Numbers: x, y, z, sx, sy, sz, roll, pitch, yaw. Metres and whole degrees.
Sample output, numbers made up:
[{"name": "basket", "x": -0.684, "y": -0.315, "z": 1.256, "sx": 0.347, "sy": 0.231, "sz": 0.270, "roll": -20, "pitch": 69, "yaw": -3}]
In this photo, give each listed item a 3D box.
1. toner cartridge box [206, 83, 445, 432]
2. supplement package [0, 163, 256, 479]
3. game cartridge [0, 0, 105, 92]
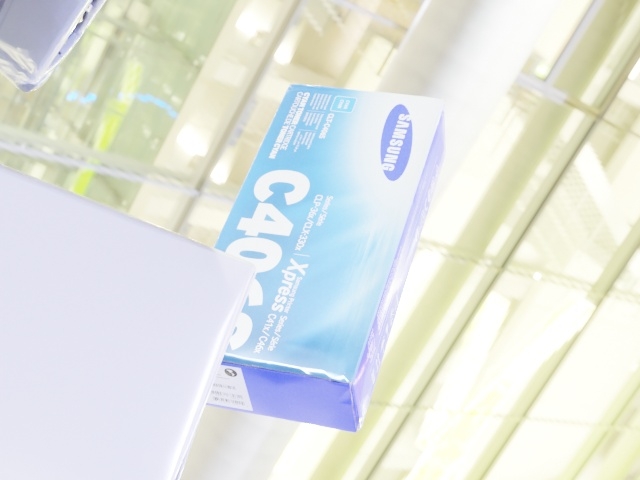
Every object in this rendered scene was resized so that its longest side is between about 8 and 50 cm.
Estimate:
[{"name": "toner cartridge box", "x": 0.000, "y": 0.000, "z": 1.031, "sx": 0.165, "sy": 0.075, "sz": 0.348, "roll": 8, "pitch": -131, "yaw": 15}, {"name": "supplement package", "x": -0.219, "y": 0.036, "z": 0.656, "sx": 0.293, "sy": 0.175, "sz": 0.177, "roll": 22, "pitch": 176, "yaw": -24}, {"name": "game cartridge", "x": -0.186, "y": -0.186, "z": 0.564, "sx": 0.196, "sy": 0.060, "sz": 0.294, "roll": 39, "pitch": 159, "yaw": -14}]
